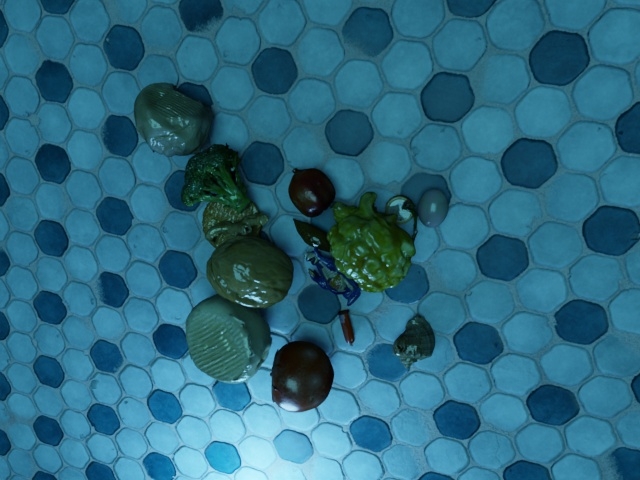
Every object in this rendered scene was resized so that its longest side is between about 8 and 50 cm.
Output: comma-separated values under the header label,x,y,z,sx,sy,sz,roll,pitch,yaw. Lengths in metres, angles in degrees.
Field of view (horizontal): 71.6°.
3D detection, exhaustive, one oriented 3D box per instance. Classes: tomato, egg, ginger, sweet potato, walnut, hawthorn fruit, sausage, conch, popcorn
label,x,y,z,sx,sy,sz,roll,pitch,yaw
tomato,-0.070,0.517,1.690,0.265,0.265,0.265,3,103,12
egg,0.388,-0.110,1.528,0.103,0.103,0.135,7,108,11
ginger,-0.322,-0.044,1.684,0.288,0.075,0.089,-18,65,15
sweet potato,0.001,0.002,1.658,0.269,0.075,0.075,31,107,1
walnut,-0.258,0.114,1.621,0.313,0.277,0.252,20,92,-31
hawthorn fruit,-0.042,-0.178,1.585,0.188,0.169,0.169,43,107,0
sausage,0.107,0.343,1.723,0.050,0.048,0.145,-19,99,-23
conch,0.355,0.380,1.660,0.155,0.130,0.207,18,82,-25
popcorn,0.159,0.020,1.521,0.335,0.279,0.274,32,135,-8

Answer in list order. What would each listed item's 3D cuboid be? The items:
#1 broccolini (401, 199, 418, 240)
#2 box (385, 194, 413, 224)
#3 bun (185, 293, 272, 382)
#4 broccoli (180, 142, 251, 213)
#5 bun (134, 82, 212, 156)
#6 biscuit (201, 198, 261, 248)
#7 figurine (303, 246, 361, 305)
label,x,y,z,sx,sy,sz,roll,pitch,yaw
broccolini,0.322,-0.050,1.551,0.052,0.054,0.194,-12,102,-5
box,0.283,-0.110,1.587,0.105,0.037,0.105,3,102,13
bun,-0.349,0.379,1.752,0.359,0.211,0.360,2,95,21
broccoli,-0.375,-0.202,1.612,0.269,0.254,0.269,3,111,8
bun,-0.541,-0.420,1.614,0.281,0.281,0.205,28,132,6
biscuit,-0.346,-0.065,1.740,0.254,0.035,0.254,2,102,11
figurine,0.051,0.121,1.656,0.262,0.121,0.164,47,147,7
